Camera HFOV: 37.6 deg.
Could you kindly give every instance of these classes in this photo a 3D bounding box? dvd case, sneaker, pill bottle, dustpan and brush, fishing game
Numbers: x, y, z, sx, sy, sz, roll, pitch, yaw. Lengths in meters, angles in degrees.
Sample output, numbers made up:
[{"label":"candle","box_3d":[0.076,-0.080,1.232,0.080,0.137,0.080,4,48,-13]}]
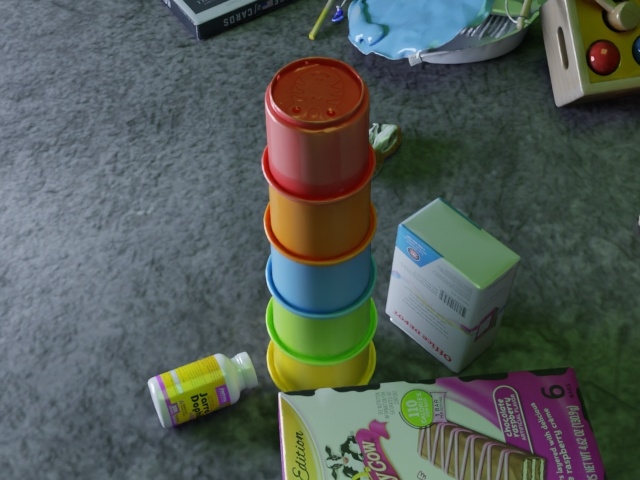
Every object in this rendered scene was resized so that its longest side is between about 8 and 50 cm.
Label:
[{"label":"dvd case","box_3d":[-0.132,-0.348,1.145,0.179,0.030,0.239,-29,56,-20]},{"label":"sneaker","box_3d":[0.047,-0.089,0.943,0.036,0.032,0.083,19,48,32]},{"label":"pill bottle","box_3d":[-0.095,0.119,0.765,0.083,0.043,0.043,-20,54,-14]},{"label":"dustpan and brush","box_3d":[0.214,-0.254,1.049,0.211,0.060,0.147,9,52,7]},{"label":"fishing game","box_3d":[0.117,-0.260,1.025,0.264,0.041,0.189,2,56,32]}]

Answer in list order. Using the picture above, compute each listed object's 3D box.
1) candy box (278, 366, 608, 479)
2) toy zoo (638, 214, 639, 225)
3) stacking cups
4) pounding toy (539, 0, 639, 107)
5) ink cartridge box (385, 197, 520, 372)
[{"label":"candy box","box_3d":[0.089,0.185,0.695,0.233,0.071,0.159,-5,52,-4]},{"label":"toy zoo","box_3d":[0.457,-0.089,0.866,0.192,0.030,0.293,32,82,23]},{"label":"stacking cups","box_3d":[0.000,0.000,0.687,0.095,0.316,0.096,0,49,0]},{"label":"pounding toy","box_3d":[0.288,-0.219,0.956,0.130,0.100,0.141,-10,90,-8]},{"label":"ink cartridge box","box_3d":[0.106,0.039,0.779,0.052,0.122,0.088,-34,59,-28]}]
